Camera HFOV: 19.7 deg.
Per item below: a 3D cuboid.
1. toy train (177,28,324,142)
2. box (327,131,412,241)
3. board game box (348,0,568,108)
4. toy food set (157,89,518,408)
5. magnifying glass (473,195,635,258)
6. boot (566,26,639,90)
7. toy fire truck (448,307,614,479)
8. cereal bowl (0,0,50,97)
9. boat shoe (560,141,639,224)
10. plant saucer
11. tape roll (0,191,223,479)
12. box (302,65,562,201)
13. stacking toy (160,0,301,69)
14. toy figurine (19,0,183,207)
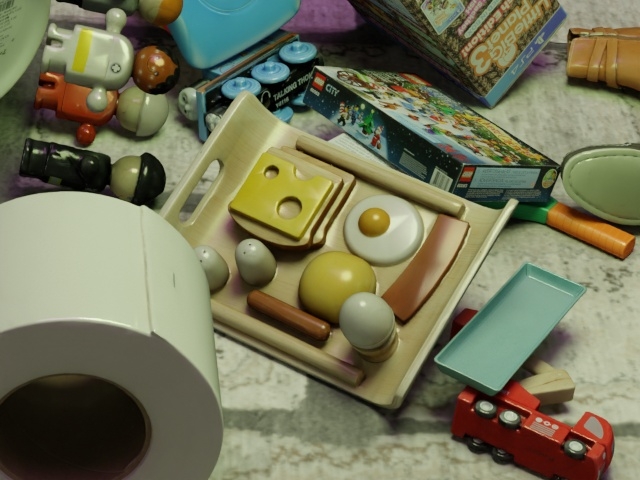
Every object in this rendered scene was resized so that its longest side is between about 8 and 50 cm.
[{"bbox_3d":[-0.077,-0.170,2.020,0.105,0.080,0.184,20,41,33],"label":"toy train"},{"bbox_3d":[0.021,-0.031,1.846,0.126,0.072,0.137,33,46,30],"label":"box"},{"bbox_3d":[0.105,-0.316,2.040,0.141,0.291,0.232,-50,54,-1],"label":"board game box"},{"bbox_3d":[0.000,0.000,1.704,0.306,0.092,0.220,24,72,22],"label":"toy food set"},{"bbox_3d":[0.222,-0.038,1.925,0.231,0.026,0.092,25,40,27],"label":"magnifying glass"},{"bbox_3d":[0.358,-0.190,2.107,0.152,0.073,0.197,7,25,0],"label":"boot"},{"bbox_3d":[0.186,0.142,1.658,0.192,0.047,0.135,23,38,20],"label":"toy fire truck"},{"bbox_3d":[-0.377,-0.228,1.851,0.141,0.339,0.339,32,43,16],"label":"cereal bowl"},{"bbox_3d":[0.345,-0.062,1.914,0.227,0.081,0.069,9,24,-19],"label":"boat shoe"},{"bbox_3d":[0.175,0.081,1.684,0.067,0.018,0.192,25,38,21],"label":"plant saucer"},{"bbox_3d":[-0.205,0.105,1.495,0.246,0.246,0.169,-1,36,-8],"label":"tape roll"},{"bbox_3d":[0.115,-0.111,1.910,0.159,0.044,0.233,-2,30,-45],"label":"box"},{"bbox_3d":[-0.162,-0.298,2.092,0.165,0.175,0.302,-34,17,-20],"label":"stacking toy"},{"bbox_3d":[-0.213,-0.161,1.878,0.148,0.210,0.213,12,34,-9],"label":"toy figurine"}]
